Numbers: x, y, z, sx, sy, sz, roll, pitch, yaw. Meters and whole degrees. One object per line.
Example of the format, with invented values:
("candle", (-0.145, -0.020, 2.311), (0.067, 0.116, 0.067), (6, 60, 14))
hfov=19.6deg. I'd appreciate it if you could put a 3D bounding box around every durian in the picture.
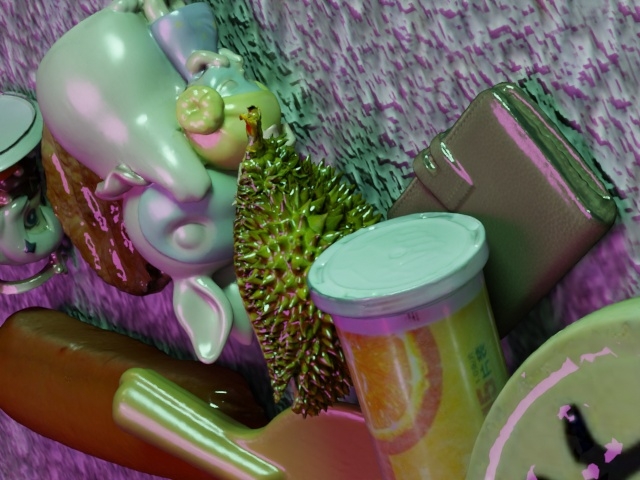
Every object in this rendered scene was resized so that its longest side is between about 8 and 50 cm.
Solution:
("durian", (0.000, 0.000, 1.176), (0.102, 0.146, 0.208), (-12, 115, 21))

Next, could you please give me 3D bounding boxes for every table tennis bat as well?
("table tennis bat", (-0.014, 0.179, 1.306), (0.320, 0.050, 0.198), (27, 128, 20))

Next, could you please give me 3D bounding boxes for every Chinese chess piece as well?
("Chinese chess piece", (0.193, 0.155, 0.959), (0.257, 0.104, 0.257), (-2, 88, 42))

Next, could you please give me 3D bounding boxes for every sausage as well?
("sausage", (-0.165, 0.128, 1.497), (0.348, 0.094, 0.097), (14, 117, 48))

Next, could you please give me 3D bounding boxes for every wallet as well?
("wallet", (0.104, -0.017, 1.102), (0.118, 0.038, 0.153), (52, 144, 10))

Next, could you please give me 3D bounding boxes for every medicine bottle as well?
("medicine bottle", (0.101, 0.196, 1.141), (0.108, 0.108, 0.426), (10, 124, 50))

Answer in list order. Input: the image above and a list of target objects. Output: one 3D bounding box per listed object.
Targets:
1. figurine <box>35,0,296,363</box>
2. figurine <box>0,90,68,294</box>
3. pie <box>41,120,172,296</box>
("figurine", (-0.085, -0.049, 1.264), (0.155, 0.127, 0.235), (-35, 84, 19))
("figurine", (-0.267, -0.029, 1.539), (0.132, 0.132, 0.154), (24, 142, 44))
("pie", (-0.150, -0.043, 1.420), (0.195, 0.046, 0.195), (30, 130, 42))
